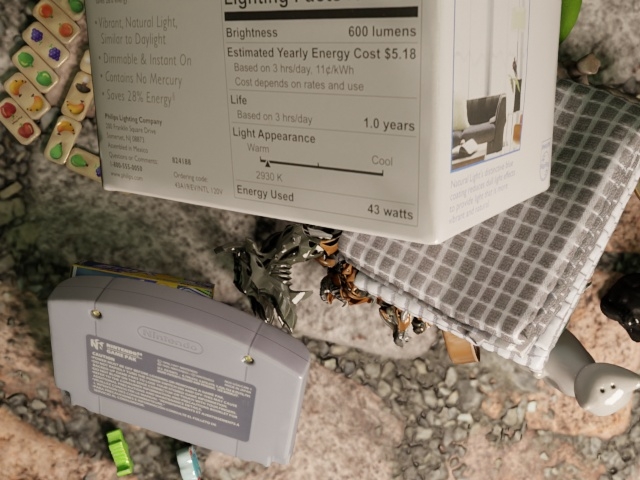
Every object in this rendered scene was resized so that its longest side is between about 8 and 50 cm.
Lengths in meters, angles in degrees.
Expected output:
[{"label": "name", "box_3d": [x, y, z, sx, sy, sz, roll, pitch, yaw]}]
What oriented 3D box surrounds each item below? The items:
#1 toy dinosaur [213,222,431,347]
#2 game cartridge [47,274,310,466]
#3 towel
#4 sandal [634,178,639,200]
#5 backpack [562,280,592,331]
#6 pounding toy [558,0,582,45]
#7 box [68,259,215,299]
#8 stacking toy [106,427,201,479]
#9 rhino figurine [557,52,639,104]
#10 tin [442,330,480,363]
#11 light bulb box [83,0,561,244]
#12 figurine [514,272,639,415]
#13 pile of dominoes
[{"label": "toy dinosaur", "box_3d": [0.000, 0.000, 0.900, 0.218, 0.164, 0.322, -38, 73, -14]}, {"label": "game cartridge", "box_3d": [-0.162, 0.145, 0.849, 0.297, 0.062, 0.198, 16, 123, 7]}, {"label": "towel", "box_3d": [0.173, -0.041, 0.758, 0.235, 0.121, 0.283, 27, 85, 24]}, {"label": "sandal", "box_3d": [0.446, -0.124, 0.950, 0.072, 0.049, 0.180, 13, 93, -5]}, {"label": "backpack", "box_3d": [0.243, 0.039, 0.886, 0.152, 0.115, 0.182, 5, 132, -3]}, {"label": "pounding toy", "box_3d": [0.217, -0.319, 0.888, 0.237, 0.110, 0.183, 23, 92, -6]}, {"label": "box", "box_3d": [-0.217, 0.066, 0.906, 0.169, 0.059, 0.054, 10, 93, -5]}, {"label": "stacking toy", "box_3d": [-0.155, 0.319, 0.934, 0.167, 0.052, 0.221, -18, 95, -3]}, {"label": "rhino figurine", "box_3d": [0.293, -0.185, 0.901, 0.243, 0.106, 0.073, 13, 89, -18]}, {"label": "tin", "box_3d": [0.160, 0.059, 0.908, 0.040, 0.106, 0.189, -11, 100, 12]}, {"label": "light bulb box", "box_3d": [-0.004, -0.216, 0.623, 0.358, 0.225, 0.361, 11, 110, 34]}, {"label": "figurine", "box_3d": [0.359, 0.127, 0.880, 0.215, 0.209, 0.092, -28, 96, -2]}, {"label": "pile of dominoes", "box_3d": [-0.272, -0.205, 0.893, 0.196, 0.040, 0.251, 23, 92, -6]}]
